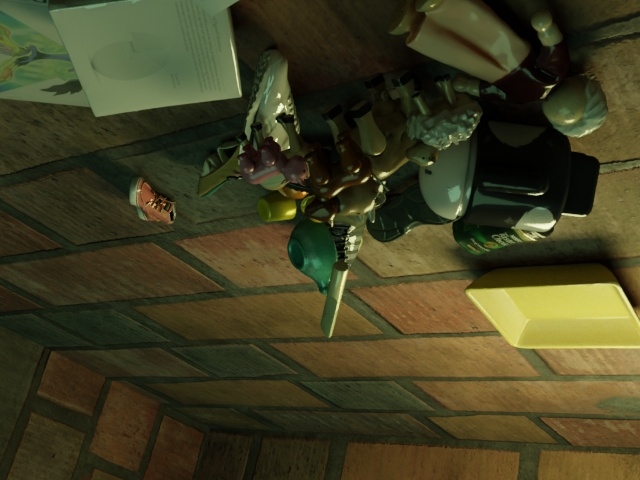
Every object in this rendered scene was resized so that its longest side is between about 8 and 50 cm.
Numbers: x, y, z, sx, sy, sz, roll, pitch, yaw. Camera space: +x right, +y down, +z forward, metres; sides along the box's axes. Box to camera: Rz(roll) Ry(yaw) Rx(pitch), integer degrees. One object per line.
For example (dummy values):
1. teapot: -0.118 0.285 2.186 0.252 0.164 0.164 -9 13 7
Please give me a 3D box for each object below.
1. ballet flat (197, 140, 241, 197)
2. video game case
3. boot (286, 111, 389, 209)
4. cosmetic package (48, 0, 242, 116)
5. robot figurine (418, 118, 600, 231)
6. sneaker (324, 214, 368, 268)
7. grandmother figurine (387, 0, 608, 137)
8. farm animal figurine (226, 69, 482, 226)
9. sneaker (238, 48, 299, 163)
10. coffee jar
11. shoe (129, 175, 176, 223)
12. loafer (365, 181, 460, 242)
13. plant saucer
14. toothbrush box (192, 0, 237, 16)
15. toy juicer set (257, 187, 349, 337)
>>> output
1. ballet flat: -0.186 -0.152 1.610 0.232 0.080 0.073 -22 109 46
2. video game case: -0.419 -0.314 1.314 0.300 0.036 0.329 3 159 -21
3. boot: 0.026 -0.162 1.443 0.247 0.094 0.207 21 148 2
4. cosmetic package: -0.238 -0.308 1.150 0.225 0.138 0.224 -7 151 -2
5. robot figurine: 0.299 -0.109 1.316 0.278 0.173 0.209 7 153 2
6. sneaker: 0.043 0.000 1.722 0.111 0.121 0.300 9 154 8
7. grandmother figurine: 0.263 -0.248 1.148 0.342 0.104 0.208 26 166 -19
8. farm animal figurine: 0.048 -0.125 1.241 0.172 0.327 0.330 63 167 -24
9. sneaker: -0.076 -0.217 1.364 0.095 0.090 0.235 11 138 -7
10. coffee jar: 0.350 -0.032 1.557 0.096 0.079 0.184 31 149 -32
11. shoe: -0.372 -0.088 1.822 0.081 0.063 0.178 11 159 2
12. loafer: 0.200 -0.074 1.573 0.268 0.084 0.096 -22 106 45
13. plant saucer: 0.537 0.142 1.814 0.333 0.081 0.333 -6 148 33
14. toothbrush box: -0.161 -0.422 0.881 0.122 0.206 0.283 -14 142 43
15. toy juicer set: 0.000 0.000 1.590 0.090 0.329 0.209 -17 158 -30
